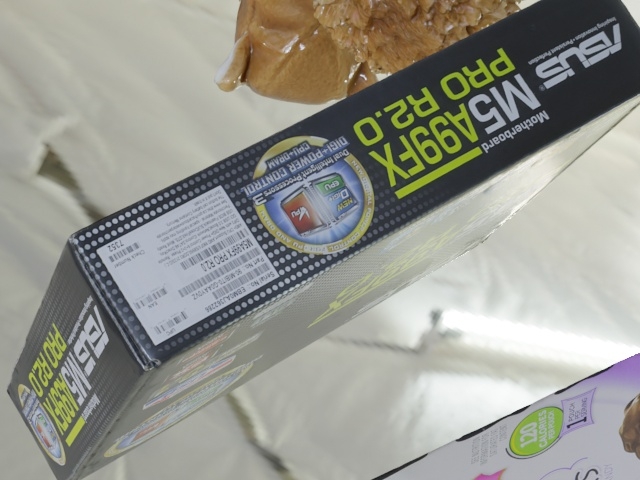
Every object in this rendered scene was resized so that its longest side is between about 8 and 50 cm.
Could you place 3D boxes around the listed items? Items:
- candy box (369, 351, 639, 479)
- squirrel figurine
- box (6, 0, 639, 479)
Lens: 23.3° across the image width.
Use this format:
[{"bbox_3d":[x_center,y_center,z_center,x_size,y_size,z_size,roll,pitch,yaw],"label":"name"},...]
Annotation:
[{"bbox_3d":[0.104,0.109,0.479,0.070,0.196,0.165,54,-159,-21],"label":"candy box"},{"bbox_3d":[0.024,-0.288,1.488,0.281,0.370,0.397,8,-158,-28],"label":"squirrel figurine"},{"bbox_3d":[0.000,0.000,0.697,0.270,0.216,0.060,-29,-100,-25],"label":"box"}]
